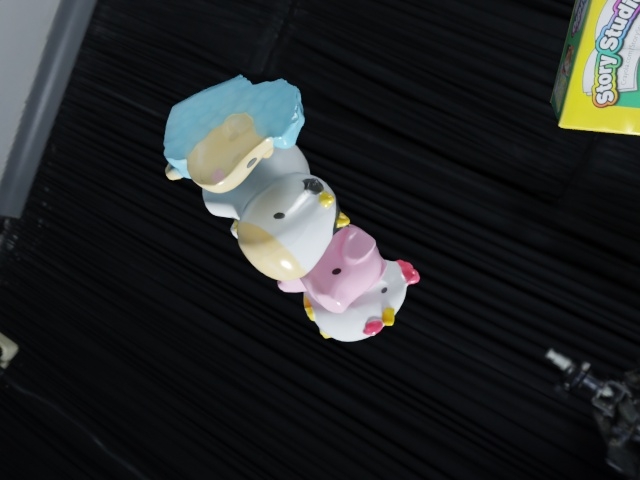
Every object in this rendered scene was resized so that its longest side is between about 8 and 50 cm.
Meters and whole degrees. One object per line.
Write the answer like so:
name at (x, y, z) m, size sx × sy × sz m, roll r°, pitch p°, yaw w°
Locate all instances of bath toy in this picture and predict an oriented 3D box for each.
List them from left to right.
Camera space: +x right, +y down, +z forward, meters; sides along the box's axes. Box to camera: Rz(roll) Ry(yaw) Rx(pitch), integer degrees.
bath toy at (0.000, 0.000, 0.556) m, size 0.348 × 0.128 × 0.152 m, roll 52°, pitch 25°, yaw -50°

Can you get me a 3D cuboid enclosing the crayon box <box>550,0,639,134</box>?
crayon box at (0.485, -0.306, 0.705) m, size 0.106 × 0.312 × 0.363 m, roll -67°, pitch 162°, yaw -53°
